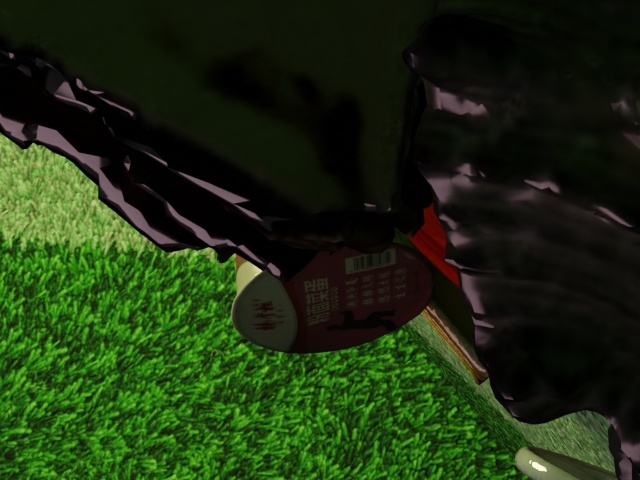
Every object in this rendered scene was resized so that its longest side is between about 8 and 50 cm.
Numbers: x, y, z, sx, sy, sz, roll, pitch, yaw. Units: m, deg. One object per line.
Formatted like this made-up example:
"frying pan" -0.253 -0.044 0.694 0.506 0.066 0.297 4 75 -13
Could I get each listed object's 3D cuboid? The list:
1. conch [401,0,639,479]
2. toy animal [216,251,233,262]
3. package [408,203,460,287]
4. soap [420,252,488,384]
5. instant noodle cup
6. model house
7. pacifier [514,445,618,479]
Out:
"conch" 0.132 -0.032 0.458 0.313 0.186 0.240 27 -158 -46
"toy animal" -0.004 -0.053 1.419 0.082 0.137 0.269 55 -155 -5
"package" 0.099 -0.049 0.841 0.196 0.123 0.423 47 179 -29
"soap" 0.149 0.066 1.755 0.232 0.073 0.140 50 175 10
"instant noodle cup" 0.000 0.000 1.637 0.235 0.235 0.178 56 -163 -54
"model house" -0.034 -0.144 0.663 0.317 0.297 0.282 29 172 13
"pacifier" 0.227 0.208 0.723 0.300 0.233 0.244 20 -176 -14
